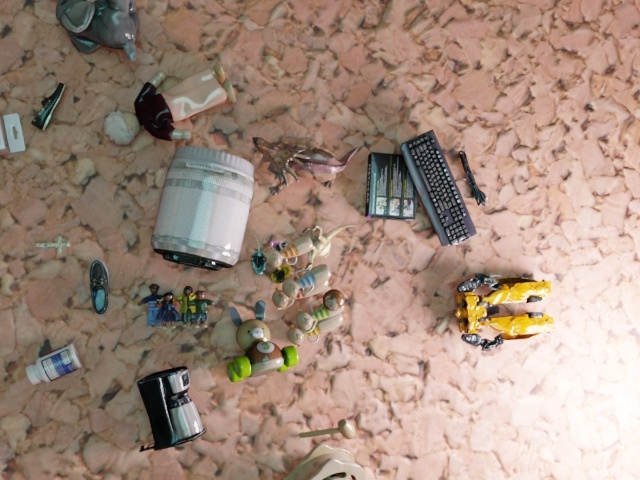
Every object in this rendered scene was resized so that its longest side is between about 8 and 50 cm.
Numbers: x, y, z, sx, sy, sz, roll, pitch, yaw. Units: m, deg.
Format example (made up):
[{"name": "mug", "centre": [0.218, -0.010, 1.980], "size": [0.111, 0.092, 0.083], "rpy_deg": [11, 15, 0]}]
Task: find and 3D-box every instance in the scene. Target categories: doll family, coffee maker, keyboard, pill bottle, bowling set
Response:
[{"name": "doll family", "centre": [-0.366, 0.164, 1.859], "size": [0.193, 0.076, 0.111], "rpy_deg": [-2, 90, -8]}, {"name": "coffee maker", "centre": [-0.386, 0.414, 1.807], "size": [0.171, 0.120, 0.178], "rpy_deg": [-17, 88, -11]}, {"name": "keyboard", "centre": [0.357, -0.155, 2.024], "size": [0.201, 0.033, 0.317], "rpy_deg": [-27, 97, -23]}, {"name": "pill bottle", "centre": [-0.650, 0.304, 1.793], "size": [0.120, 0.067, 0.067], "rpy_deg": [-24, 90, -12]}, {"name": "bowling set", "centre": [-0.038, 0.137, 1.843], "size": [0.154, 0.200, 0.287], "rpy_deg": [-25, 99, -10]}]

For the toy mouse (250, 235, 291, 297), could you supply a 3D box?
[{"name": "toy mouse", "centre": [-0.133, 0.043, 1.927], "size": [0.161, 0.031, 0.143], "rpy_deg": [-46, 105, -20]}]

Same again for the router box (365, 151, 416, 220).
[{"name": "router box", "centre": [0.195, -0.147, 2.009], "size": [0.133, 0.046, 0.179], "rpy_deg": [5, 84, -10]}]

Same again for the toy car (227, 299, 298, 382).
[{"name": "toy car", "centre": [-0.164, 0.247, 1.864], "size": [0.155, 0.149, 0.188], "rpy_deg": [-9, 74, -24]}]

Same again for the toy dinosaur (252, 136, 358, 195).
[{"name": "toy dinosaur", "centre": [-0.030, -0.197, 1.891], "size": [0.296, 0.200, 0.127], "rpy_deg": [-4, 86, -12]}]

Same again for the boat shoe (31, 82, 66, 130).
[{"name": "boat shoe", "centre": [-0.684, -0.343, 1.856], "size": [0.042, 0.049, 0.133], "rpy_deg": [28, 85, -15]}]

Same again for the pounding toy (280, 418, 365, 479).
[{"name": "pounding toy", "centre": [0.008, 0.587, 1.894], "size": [0.269, 0.155, 0.154], "rpy_deg": [-44, 122, -2]}]

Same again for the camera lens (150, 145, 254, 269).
[{"name": "camera lens", "centre": [-0.289, -0.073, 1.820], "size": [0.219, 0.219, 0.274], "rpy_deg": [13, 83, -10]}]

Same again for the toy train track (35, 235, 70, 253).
[{"name": "toy train track", "centre": [-0.672, 0.011, 1.843], "size": [0.083, 0.014, 0.048], "rpy_deg": [-2, 85, -11]}]

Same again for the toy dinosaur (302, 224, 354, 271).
[{"name": "toy dinosaur", "centre": [0.000, 0.000, 1.964], "size": [0.183, 0.053, 0.092], "rpy_deg": [-49, 113, -10]}]

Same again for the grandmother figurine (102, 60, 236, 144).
[{"name": "grandmother figurine", "centre": [-0.393, -0.337, 1.893], "size": [0.342, 0.104, 0.208], "rpy_deg": [-24, 62, -9]}]

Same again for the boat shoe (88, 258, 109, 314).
[{"name": "boat shoe", "centre": [-0.553, 0.116, 1.843], "size": [0.049, 0.040, 0.142], "rpy_deg": [-6, 86, -11]}]

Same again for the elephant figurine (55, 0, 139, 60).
[{"name": "elephant figurine", "centre": [-0.590, -0.558, 1.859], "size": [0.239, 0.186, 0.169], "rpy_deg": [-6, 129, -1]}]

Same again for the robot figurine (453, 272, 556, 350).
[{"name": "robot figurine", "centre": [0.496, 0.192, 2.016], "size": [0.291, 0.085, 0.211], "rpy_deg": [-3, 85, -12]}]

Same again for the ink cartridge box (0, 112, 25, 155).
[{"name": "ink cartridge box", "centre": [-0.834, -0.260, 1.813], "size": [0.180, 0.060, 0.104], "rpy_deg": [-12, 87, -12]}]
